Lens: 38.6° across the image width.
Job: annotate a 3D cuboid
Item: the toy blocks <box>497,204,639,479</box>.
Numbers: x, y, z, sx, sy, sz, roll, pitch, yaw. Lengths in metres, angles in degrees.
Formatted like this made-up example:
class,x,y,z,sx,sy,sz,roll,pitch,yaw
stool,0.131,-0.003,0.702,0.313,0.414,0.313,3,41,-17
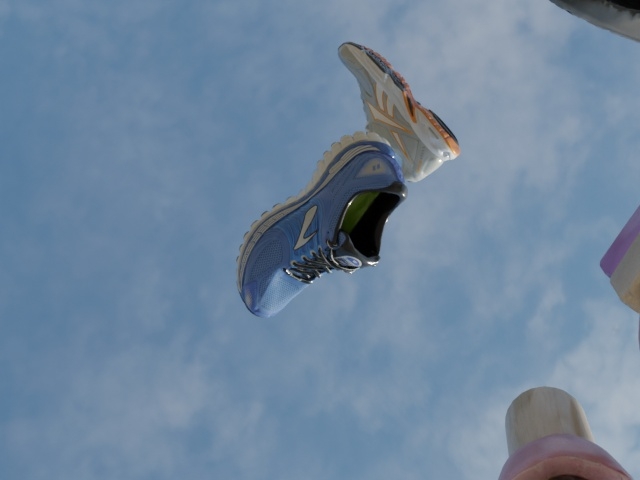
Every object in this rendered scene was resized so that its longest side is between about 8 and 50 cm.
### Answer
class,x,y,z,sx,sy,sz,roll,pitch,yaw
toy blocks,0.241,0.062,0.314,0.289,0.260,0.308,27,-76,4

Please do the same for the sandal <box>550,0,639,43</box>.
class,x,y,z,sx,sy,sz,roll,pitch,yaw
sandal,0.318,-0.232,0.802,0.446,0.107,0.167,16,-148,-17

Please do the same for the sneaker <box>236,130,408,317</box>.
class,x,y,z,sx,sy,sz,roll,pitch,yaw
sneaker,0.000,0.000,1.327,0.330,0.130,0.147,-50,-135,21

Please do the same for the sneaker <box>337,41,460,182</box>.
class,x,y,z,sx,sy,sz,roll,pitch,yaw
sneaker,0.101,-0.205,1.485,0.121,0.099,0.262,-42,-97,20
